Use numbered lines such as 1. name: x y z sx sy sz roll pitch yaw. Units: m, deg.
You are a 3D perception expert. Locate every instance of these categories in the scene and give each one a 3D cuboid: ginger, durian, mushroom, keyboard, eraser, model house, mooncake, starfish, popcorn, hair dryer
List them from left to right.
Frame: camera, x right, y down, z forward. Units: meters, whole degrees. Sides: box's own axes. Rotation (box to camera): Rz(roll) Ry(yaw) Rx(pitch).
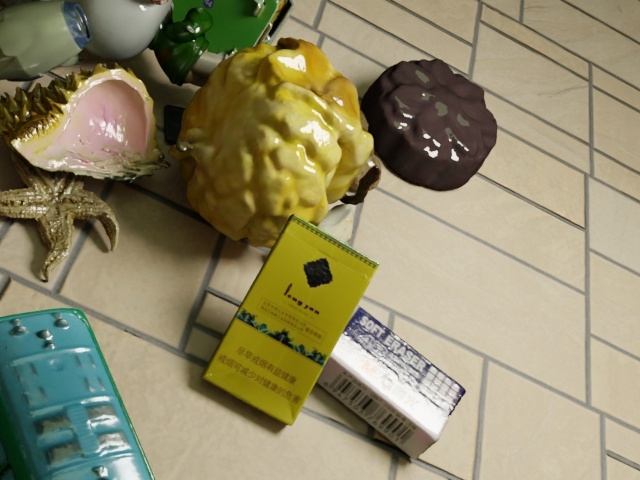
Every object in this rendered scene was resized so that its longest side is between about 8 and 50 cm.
1. hair dryer: -0.515 -0.284 1.690 0.296 0.298 0.119 -16 90 -14
2. starfish: -0.414 -0.059 1.617 0.236 0.062 0.277 17 49 -12
3. durian: -0.405 -0.187 1.660 0.196 0.185 0.305 13 16 40
4. model house: -0.222 -0.493 2.059 0.358 0.242 0.313 36 25 3
5. keyboard: -0.197 -0.193 1.893 0.381 0.041 0.103 18 43 -28
6. popcorn: -0.058 -0.141 1.743 0.382 0.349 0.349 28 37 -41
7. mushroom: 0.000 0.000 1.817 0.084 0.071 0.209 11 30 25
8. ginger: 0.062 -0.180 2.011 0.104 0.080 0.204 14 44 -31
9. eraser: 0.076 0.201 1.662 0.287 0.086 0.130 38 42 2
10. mooncake: 0.223 -0.240 2.131 0.283 0.141 0.283 16 47 -18

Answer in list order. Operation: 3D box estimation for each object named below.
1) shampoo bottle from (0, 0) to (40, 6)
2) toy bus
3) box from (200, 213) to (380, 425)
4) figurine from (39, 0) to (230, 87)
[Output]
1. shampoo bottle: -0.553 -0.454 1.889 0.165 0.040 0.080 42 43 8
2. toy bus: -0.322 0.250 1.274 0.184 0.199 0.343 -9 59 -40
3. box: -0.043 0.117 1.573 0.153 0.041 0.279 30 82 -6
4. figurine: -0.292 -0.363 1.839 0.370 0.281 0.167 28 73 -12
